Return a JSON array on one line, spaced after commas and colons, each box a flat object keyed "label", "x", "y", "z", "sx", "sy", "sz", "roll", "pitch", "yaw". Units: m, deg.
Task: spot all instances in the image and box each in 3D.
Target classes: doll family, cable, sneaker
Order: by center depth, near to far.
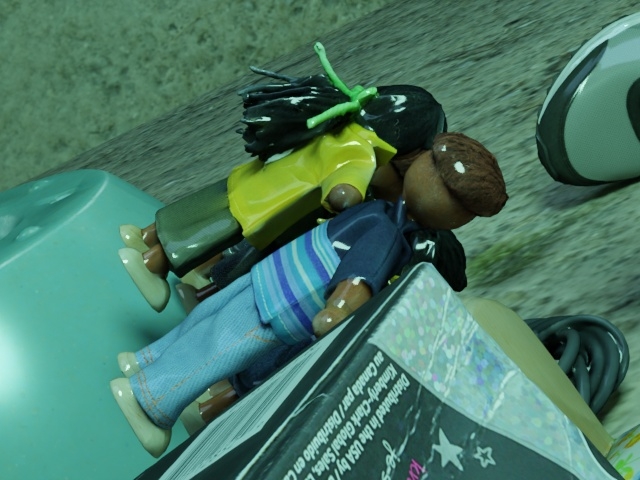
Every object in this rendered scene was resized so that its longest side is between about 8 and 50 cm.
[{"label": "doll family", "x": 0.000, "y": 0.000, "z": 0.496, "sx": 0.111, "sy": 0.076, "sz": 0.193, "roll": -30, "pitch": 27, "yaw": 7}, {"label": "cable", "x": 0.068, "y": 0.087, "z": 0.865, "sx": 0.184, "sy": 0.047, "sz": 0.150, "roll": -25, "pitch": 9, "yaw": 12}, {"label": "sneaker", "x": 0.266, "y": -0.110, "z": 1.128, "sx": 0.271, "sy": 0.100, "sz": 0.108, "roll": -24, "pitch": 19, "yaw": 4}]

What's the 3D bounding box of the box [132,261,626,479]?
[{"label": "box", "x": -0.035, "y": 0.148, "z": 0.391, "sx": 0.247, "sy": 0.142, "sz": 0.163, "roll": -39, "pitch": 5, "yaw": 39}]

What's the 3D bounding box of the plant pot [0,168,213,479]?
[{"label": "plant pot", "x": -0.111, "y": 0.116, "z": 0.652, "sx": 0.293, "sy": 0.235, "sz": 0.293, "roll": -24, "pitch": 14, "yaw": 6}]

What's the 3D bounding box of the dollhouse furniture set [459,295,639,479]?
[{"label": "dollhouse furniture set", "x": 0.187, "y": -0.060, "z": 0.566, "sx": 0.362, "sy": 0.256, "sz": 0.394, "roll": -36, "pitch": 0, "yaw": 25}]
